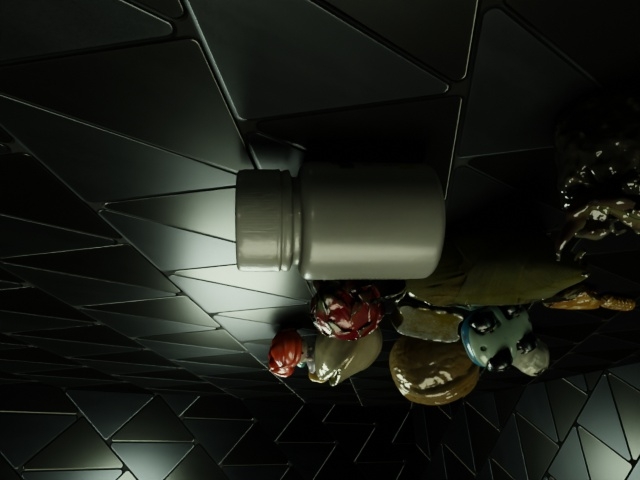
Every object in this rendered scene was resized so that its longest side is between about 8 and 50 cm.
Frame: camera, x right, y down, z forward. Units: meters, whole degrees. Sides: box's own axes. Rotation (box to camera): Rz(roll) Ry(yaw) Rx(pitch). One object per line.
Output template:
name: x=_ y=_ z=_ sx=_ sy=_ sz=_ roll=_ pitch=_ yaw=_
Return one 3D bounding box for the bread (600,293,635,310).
bread: x=0.982 y=0.205 z=1.677 sx=0.157 sy=0.044 sz=0.052 roll=11 pitch=144 yaw=-28

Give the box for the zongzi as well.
zongzi: x=0.304 y=0.070 z=1.091 sx=0.448 sy=0.181 sz=0.418 roll=-8 pitch=178 yaw=12

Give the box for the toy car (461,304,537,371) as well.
toy car: x=0.552 y=0.295 z=1.629 sx=0.255 sy=0.188 sz=0.190 roll=-25 pitch=-177 yaw=-27

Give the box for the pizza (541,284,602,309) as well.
pizza: x=0.797 y=0.177 z=1.589 sx=0.182 sy=0.062 sz=0.161 roll=-1 pitch=161 yaw=6

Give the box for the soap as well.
soap: x=0.287 y=0.216 z=1.434 sx=0.174 sy=0.089 sz=0.274 roll=8 pitch=179 yaw=4

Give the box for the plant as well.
plant: x=0.461 y=-0.106 z=0.787 sx=0.204 sy=0.233 sz=0.178 roll=-6 pitch=149 yaw=18

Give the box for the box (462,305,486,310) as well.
box: x=0.496 y=0.152 z=1.512 sx=0.162 sy=0.041 sz=0.229 roll=19 pitch=147 yaw=-38

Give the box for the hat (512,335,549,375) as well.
hat: x=0.770 y=0.439 z=2.026 sx=0.232 sy=0.160 sz=0.275 roll=17 pitch=171 yaw=-39

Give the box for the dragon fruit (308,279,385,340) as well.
dragon fruit: x=0.061 y=0.169 z=1.352 sx=0.192 sy=0.192 sz=0.274 roll=14 pitch=169 yaw=43

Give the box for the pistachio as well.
pistachio: x=0.080 y=0.359 z=1.682 sx=0.208 sy=0.226 sz=0.331 roll=26 pitch=133 yaw=-8

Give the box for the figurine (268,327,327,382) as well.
figurine: x=-0.088 y=0.417 z=1.844 sx=0.257 sy=0.180 sz=0.208 roll=31 pitch=167 yaw=-39

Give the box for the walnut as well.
walnut: x=0.416 y=0.446 z=1.837 sx=0.333 sy=0.332 sz=0.332 roll=-3 pitch=154 yaw=-1

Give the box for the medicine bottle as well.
medicine bottle: x=0.025 y=-0.035 z=0.892 sx=0.340 sy=0.208 sz=0.208 roll=0 pitch=153 yaw=-6
